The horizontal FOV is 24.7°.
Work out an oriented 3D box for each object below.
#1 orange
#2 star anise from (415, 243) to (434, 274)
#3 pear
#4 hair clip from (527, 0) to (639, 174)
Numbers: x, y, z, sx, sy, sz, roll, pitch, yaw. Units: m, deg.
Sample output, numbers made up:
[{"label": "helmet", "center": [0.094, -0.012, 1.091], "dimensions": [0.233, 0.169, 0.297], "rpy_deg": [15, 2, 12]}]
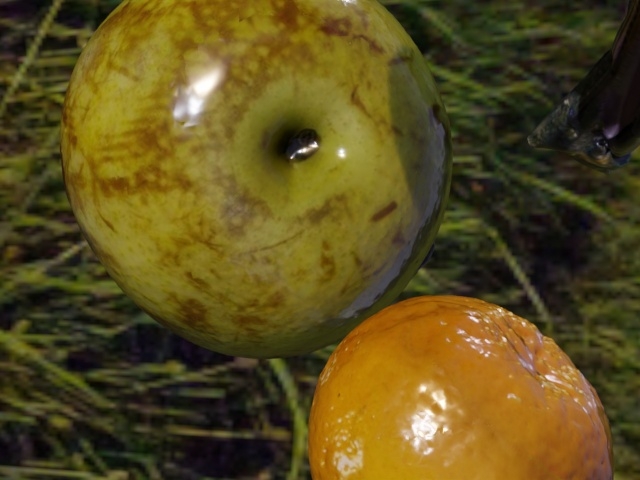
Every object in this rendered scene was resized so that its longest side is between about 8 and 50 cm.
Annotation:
[{"label": "orange", "center": [0.077, 0.115, 0.816], "dimensions": [0.177, 0.155, 0.177], "rpy_deg": [45, 22, -23]}, {"label": "star anise", "center": [0.001, 0.002, 1.339], "dimensions": [0.220, 0.214, 0.099], "rpy_deg": [39, 62, -64]}, {"label": "pear", "center": [-0.046, -0.057, 0.992], "dimensions": [0.283, 0.283, 0.284], "rpy_deg": [3, 87, -62]}, {"label": "hair clip", "center": [0.258, -0.156, 1.213], "dimensions": [0.110, 0.095, 0.359], "rpy_deg": [-57, 173, -27]}]
